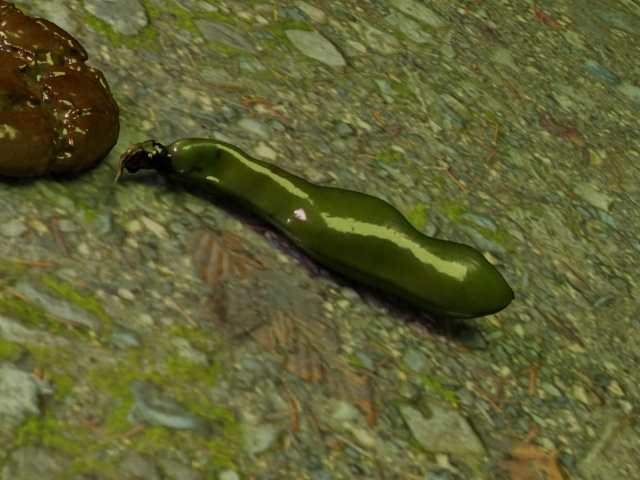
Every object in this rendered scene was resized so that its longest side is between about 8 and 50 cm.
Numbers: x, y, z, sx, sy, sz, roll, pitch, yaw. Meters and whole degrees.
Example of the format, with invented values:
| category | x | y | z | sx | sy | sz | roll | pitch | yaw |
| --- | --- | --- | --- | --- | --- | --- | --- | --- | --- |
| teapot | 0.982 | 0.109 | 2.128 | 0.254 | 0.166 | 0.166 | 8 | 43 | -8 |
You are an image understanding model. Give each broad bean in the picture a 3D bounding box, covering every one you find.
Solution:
| category | x | y | z | sx | sy | sz | roll | pitch | yaw |
| --- | --- | --- | --- | --- | --- | --- | --- | --- | --- |
| broad bean | 0.000 | -0.007 | 1.137 | 0.318 | 0.056 | 0.098 | 17 | 36 | -13 |

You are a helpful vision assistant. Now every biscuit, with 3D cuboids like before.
| category | x | y | z | sx | sy | sz | roll | pitch | yaw |
| --- | --- | --- | --- | --- | --- | --- | --- | --- | --- |
| biscuit | -0.240 | -0.121 | 1.100 | 0.226 | 0.042 | 0.226 | 23 | 27 | -13 |
